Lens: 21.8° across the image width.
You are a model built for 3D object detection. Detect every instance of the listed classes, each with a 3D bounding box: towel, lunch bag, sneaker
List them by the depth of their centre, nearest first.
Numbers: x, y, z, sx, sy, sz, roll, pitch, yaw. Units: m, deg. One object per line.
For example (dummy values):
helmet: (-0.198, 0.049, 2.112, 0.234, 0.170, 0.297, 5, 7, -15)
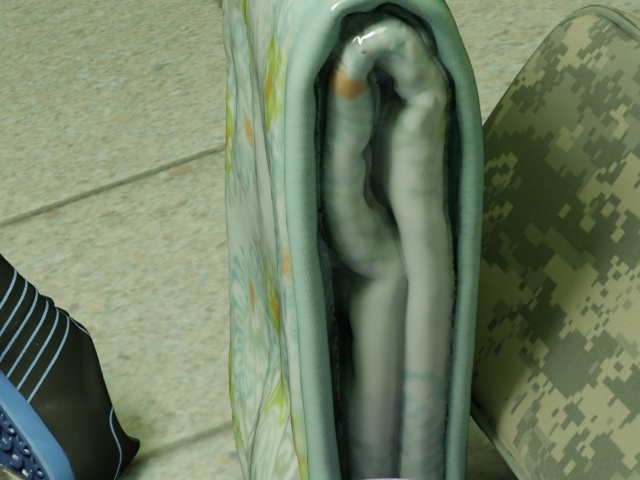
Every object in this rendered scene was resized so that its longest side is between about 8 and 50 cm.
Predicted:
lunch bag: (0.218, 0.048, 0.820, 0.212, 0.256, 0.305, -56, 30, 12)
towel: (0.000, 0.000, 0.864, 0.090, 0.374, 0.320, -4, 26, -10)
sneaker: (-0.195, 0.058, 1.014, 0.081, 0.232, 0.090, -25, 3, 39)

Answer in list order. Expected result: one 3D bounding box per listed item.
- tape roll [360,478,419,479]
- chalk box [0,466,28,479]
tape roll: (0.004, 0.230, 0.627, 0.275, 0.090, 0.274, -29, 36, 23)
chalk box: (-0.181, 0.211, 0.734, 0.132, 0.132, 0.213, 23, 25, 32)
